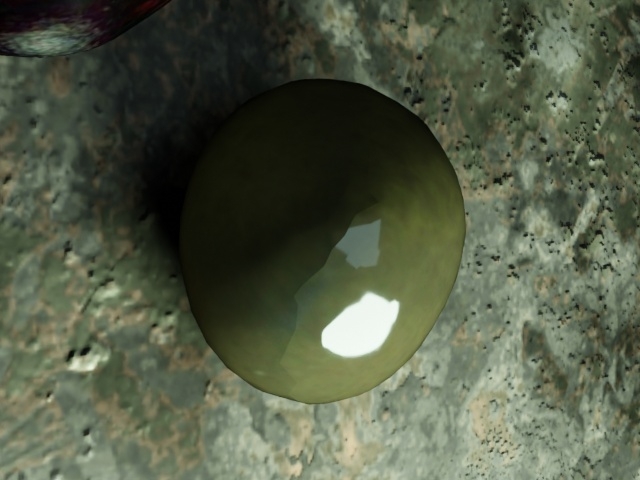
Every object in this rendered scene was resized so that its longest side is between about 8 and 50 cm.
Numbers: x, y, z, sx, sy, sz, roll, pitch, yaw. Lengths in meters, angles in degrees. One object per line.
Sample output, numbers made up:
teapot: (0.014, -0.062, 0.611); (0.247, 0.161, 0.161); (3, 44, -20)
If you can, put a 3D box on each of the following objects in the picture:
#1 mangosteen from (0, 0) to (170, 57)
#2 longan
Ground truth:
mangosteen: (-0.149, -0.217, 0.558); (0.233, 0.287, 0.288); (39, 60, -68)
longan: (0.000, 0.000, 0.739); (0.189, 0.189, 0.189); (1, 89, -44)
